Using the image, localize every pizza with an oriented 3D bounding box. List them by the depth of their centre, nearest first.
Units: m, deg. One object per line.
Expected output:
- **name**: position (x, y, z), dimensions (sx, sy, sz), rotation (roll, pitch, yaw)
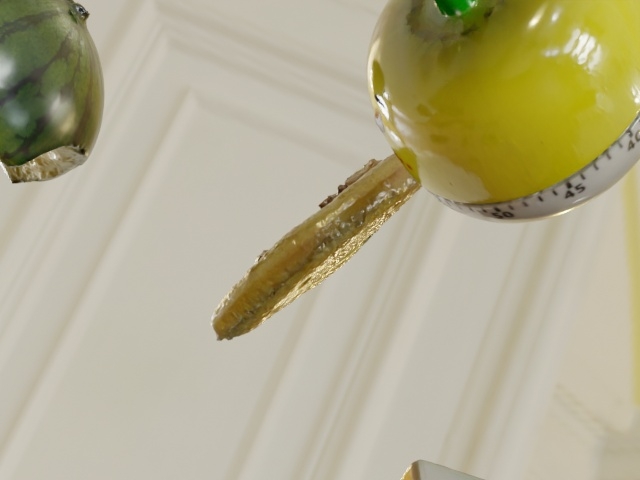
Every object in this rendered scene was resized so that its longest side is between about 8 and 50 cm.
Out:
- **pizza**: position (0.000, 0.000, 1.644), dimensions (0.058, 0.292, 0.197), rotation (49, -3, 7)

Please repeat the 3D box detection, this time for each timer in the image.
- **timer**: position (0.147, -0.175, 1.377), dimensions (0.285, 0.285, 0.285), rotation (18, -29, 10)

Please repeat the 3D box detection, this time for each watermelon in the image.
- **watermelon**: position (-0.350, -0.213, 1.780), dimensions (0.331, 0.189, 0.331), rotation (54, -12, 17)

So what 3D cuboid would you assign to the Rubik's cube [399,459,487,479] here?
- **Rubik's cube**: position (0.192, 0.516, 1.820), dimensions (0.346, 0.347, 0.344), rotation (21, -59, -16)
